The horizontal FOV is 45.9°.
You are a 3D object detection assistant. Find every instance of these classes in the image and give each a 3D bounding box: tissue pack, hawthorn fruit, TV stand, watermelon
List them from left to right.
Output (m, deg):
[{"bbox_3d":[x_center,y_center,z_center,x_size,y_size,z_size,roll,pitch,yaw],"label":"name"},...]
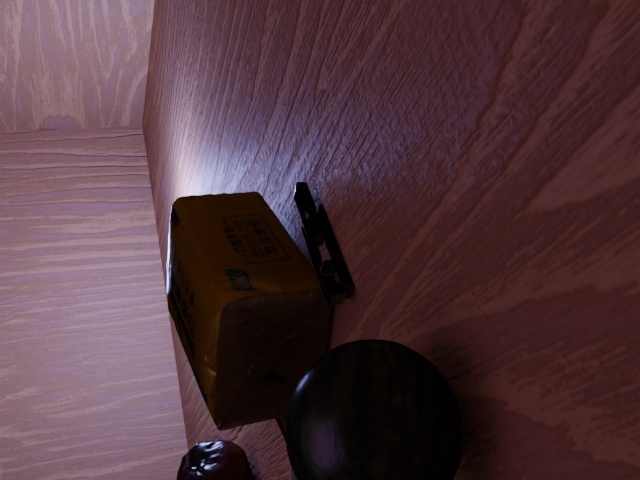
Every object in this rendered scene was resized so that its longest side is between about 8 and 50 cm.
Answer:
[{"bbox_3d":[-0.278,0.676,2.051,0.230,0.210,0.266,41,150,55],"label":"hawthorn fruit"},{"bbox_3d":[-0.152,0.119,1.433,0.382,0.228,0.293,-128,39,-51],"label":"tissue pack"},{"bbox_3d":[0.000,0.000,1.258,0.036,0.042,0.249,102,155,-48],"label":"TV stand"},{"bbox_3d":[0.062,0.219,0.881,0.212,0.212,0.212,174,90,-72],"label":"watermelon"}]

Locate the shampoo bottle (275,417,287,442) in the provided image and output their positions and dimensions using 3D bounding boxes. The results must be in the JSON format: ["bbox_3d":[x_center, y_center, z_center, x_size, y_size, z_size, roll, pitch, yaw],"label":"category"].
[{"bbox_3d":[-0.035,0.362,1.434,0.260,0.064,0.102,-128,41,-57],"label":"shampoo bottle"}]

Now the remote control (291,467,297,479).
[{"bbox_3d":[-0.025,0.480,1.494,0.184,0.027,0.049,174,90,-71],"label":"remote control"}]
